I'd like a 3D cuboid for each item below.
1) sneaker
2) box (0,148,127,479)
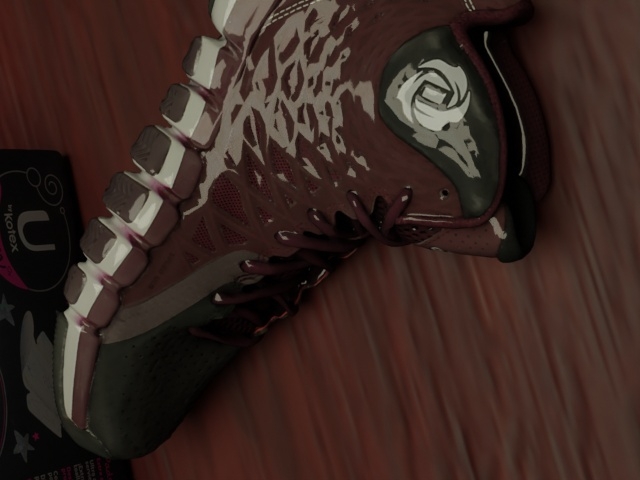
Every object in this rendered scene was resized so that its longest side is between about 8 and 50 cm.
[{"bbox_3d":[0.000,0.000,0.581,0.162,0.106,0.281,30,105,20],"label":"sneaker"},{"bbox_3d":[-0.204,0.093,0.672,0.163,0.142,0.247,-14,85,29],"label":"box"}]
